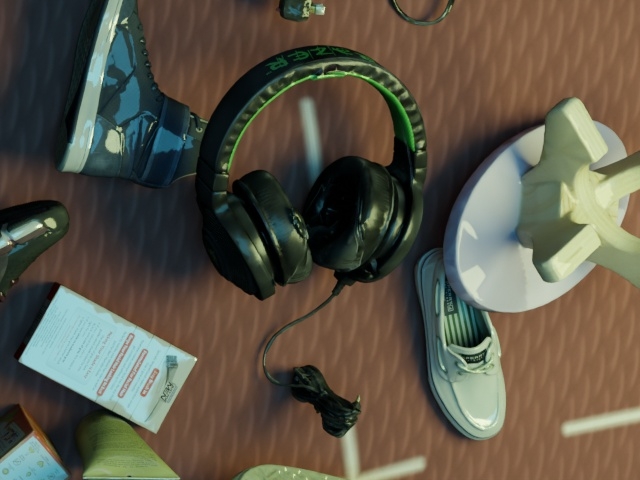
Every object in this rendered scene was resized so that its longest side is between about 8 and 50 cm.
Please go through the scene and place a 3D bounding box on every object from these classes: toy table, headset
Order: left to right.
[{"bbox_3d":[0.000,0.000,1.777,0.243,0.185,0.394,-8,119,-23],"label":"headset"},{"bbox_3d":[0.278,-0.031,1.840,0.252,0.161,0.274,46,65,-20],"label":"toy table"}]

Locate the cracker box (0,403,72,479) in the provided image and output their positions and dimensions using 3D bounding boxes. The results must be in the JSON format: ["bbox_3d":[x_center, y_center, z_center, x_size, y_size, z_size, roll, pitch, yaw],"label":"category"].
[{"bbox_3d":[-0.367,0.274,1.725,0.232,0.155,0.067,-39,104,-9],"label":"cracker box"}]

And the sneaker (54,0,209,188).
[{"bbox_3d":[-0.174,-0.165,1.779,0.163,0.086,0.226,13,88,-19],"label":"sneaker"}]

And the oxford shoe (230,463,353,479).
[{"bbox_3d":[0.073,0.359,1.877,0.449,0.169,0.130,19,131,-24],"label":"oxford shoe"}]

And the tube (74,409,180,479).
[{"bbox_3d":[-0.207,0.218,1.720,0.070,0.240,0.062,-40,101,-10],"label":"tube"}]

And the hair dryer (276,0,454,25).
[{"bbox_3d":[0.039,-0.377,1.841,0.223,0.080,0.294,-7,102,-31],"label":"hair dryer"}]

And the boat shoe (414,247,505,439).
[{"bbox_3d":[0.156,0.121,1.898,0.083,0.076,0.226,-22,100,-12],"label":"boat shoe"}]

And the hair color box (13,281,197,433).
[{"bbox_3d":[-0.227,0.123,1.804,0.167,0.053,0.093,30,85,-14],"label":"hair color box"}]

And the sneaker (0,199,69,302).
[{"bbox_3d":[-0.358,0.081,1.749,0.281,0.106,0.163,-27,106,-1],"label":"sneaker"}]
